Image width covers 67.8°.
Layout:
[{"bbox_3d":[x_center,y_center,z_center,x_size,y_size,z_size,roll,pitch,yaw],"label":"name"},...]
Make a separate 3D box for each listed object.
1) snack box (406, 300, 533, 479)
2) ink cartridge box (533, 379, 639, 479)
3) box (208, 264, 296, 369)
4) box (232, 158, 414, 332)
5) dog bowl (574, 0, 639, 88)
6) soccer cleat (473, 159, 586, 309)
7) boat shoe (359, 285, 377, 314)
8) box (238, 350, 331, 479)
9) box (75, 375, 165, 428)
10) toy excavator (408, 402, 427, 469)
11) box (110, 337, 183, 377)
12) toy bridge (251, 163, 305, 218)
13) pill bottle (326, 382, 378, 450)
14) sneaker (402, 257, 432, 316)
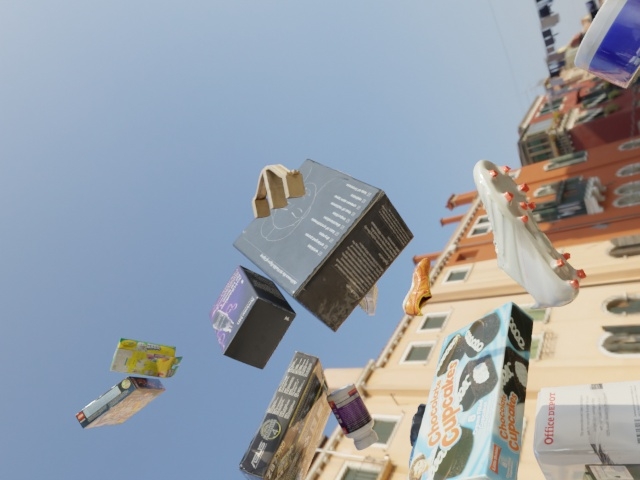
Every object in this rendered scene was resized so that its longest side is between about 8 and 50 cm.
[{"bbox_3d":[0.255,0.269,0.802,0.060,0.187,0.322,36,-133,-6],"label":"snack box"},{"bbox_3d":[0.566,0.372,0.901,0.198,0.273,0.114,-40,-71,-55],"label":"ink cartridge box"},{"bbox_3d":[-0.164,0.173,1.114,0.108,0.207,0.153,30,-86,-27],"label":"box"},{"bbox_3d":[0.000,0.000,1.814,0.471,0.480,0.297,-48,-49,-8],"label":"box"},{"bbox_3d":[0.578,-0.409,0.834,0.104,0.264,0.265,39,-145,20],"label":"dog bowl"},{"bbox_3d":[0.231,-0.005,0.571,0.068,0.076,0.196,-21,-104,-42],"label":"soccer cleat"},{"bbox_3d":[0.181,0.224,1.941,0.302,0.094,0.109,73,-154,-62],"label":"boat shoe"},{"bbox_3d":[-0.086,0.606,1.514,0.318,0.097,0.394,76,-148,-45],"label":"box"},{"bbox_3d":[-0.546,0.449,1.326,0.159,0.233,0.044,-37,-105,-11],"label":"box"},{"bbox_3d":[0.259,0.662,1.042,0.445,0.222,0.432,-42,-47,-49],"label":"toy excavator"},{"bbox_3d":[-0.494,0.339,1.361,0.179,0.105,0.043,18,-148,-22],"label":"box"},{"bbox_3d":[-0.067,-0.078,0.698,0.026,0.188,0.063,-10,-93,-23],"label":"toy bridge"},{"bbox_3d":[0.109,0.579,1.565,0.108,0.108,0.193,-14,-108,-51],"label":"pill bottle"},{"bbox_3d":[0.280,0.130,1.302,0.064,0.068,0.175,49,-125,-52],"label":"sneaker"}]
